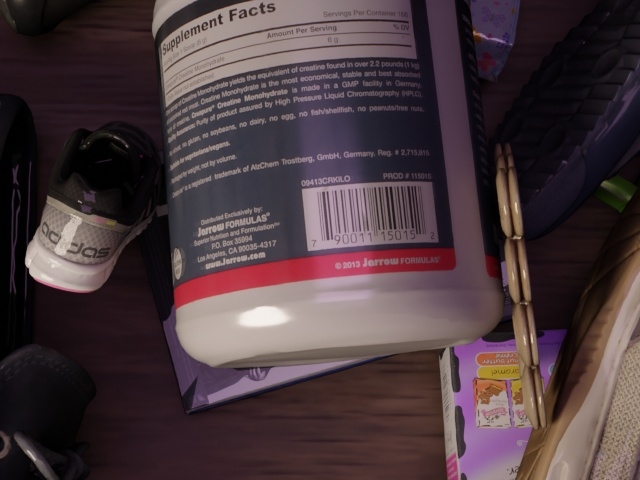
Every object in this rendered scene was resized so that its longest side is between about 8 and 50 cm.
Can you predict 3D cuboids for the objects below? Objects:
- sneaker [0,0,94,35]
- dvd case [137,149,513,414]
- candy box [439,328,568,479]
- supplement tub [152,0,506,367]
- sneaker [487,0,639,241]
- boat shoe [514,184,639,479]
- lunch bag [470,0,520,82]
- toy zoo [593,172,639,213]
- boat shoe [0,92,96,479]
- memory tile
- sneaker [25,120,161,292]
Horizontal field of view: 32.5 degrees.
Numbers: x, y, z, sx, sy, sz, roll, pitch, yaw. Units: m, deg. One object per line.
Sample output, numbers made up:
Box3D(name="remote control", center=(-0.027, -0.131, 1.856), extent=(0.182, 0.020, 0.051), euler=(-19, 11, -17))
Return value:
Box3D(name="sneaker", center=(-0.089, -0.225, 0.749), extent=(0.124, 0.107, 0.283), euler=(44, 83, -1))
Box3D(name="dvd case", center=(0.000, 0.000, 0.752), extent=(0.238, 0.029, 0.179), euler=(-16, 82, -4))
Box3D(name="candy box", center=(0.165, 0.158, 0.694), extent=(0.164, 0.070, 0.196), euler=(-1, 71, -1))
Box3D(name="supplement tub", center=(0.001, -0.068, 0.651), extent=(0.191, 0.191, 0.272), euler=(-5, 81, -2))
Box3D(name="sneaker", center=(0.232, -0.108, 0.708), extent=(0.131, 0.112, 0.319), euler=(37, 94, -24))
Box3D(name="boat shoe", center=(0.192, 0.072, 0.638), extent=(0.092, 0.103, 0.285), euler=(25, 75, 3))
Box3D(name="lunch bag", center=(0.101, -0.160, 0.763), extent=(0.071, 0.053, 0.083), euler=(17, 53, 1))
Box3D(name="toy zoo", center=(0.335, -0.054, 0.764), extent=(0.293, 0.030, 0.192), euler=(31, 82, 4))
Box3D(name="boat shoe", center=(-0.207, 0.120, 0.636), extent=(0.156, 0.187, 0.500), euler=(-10, 68, -9))
Box3D(name="memory tile", center=(0.111, 0.023, 0.620), extent=(0.012, 0.113, 0.148), euler=(-8, 105, 10))
Box3D(name="sneaker", center=(-0.125, -0.039, 0.662), extent=(0.063, 0.170, 0.075), euler=(25, 119, -7))
